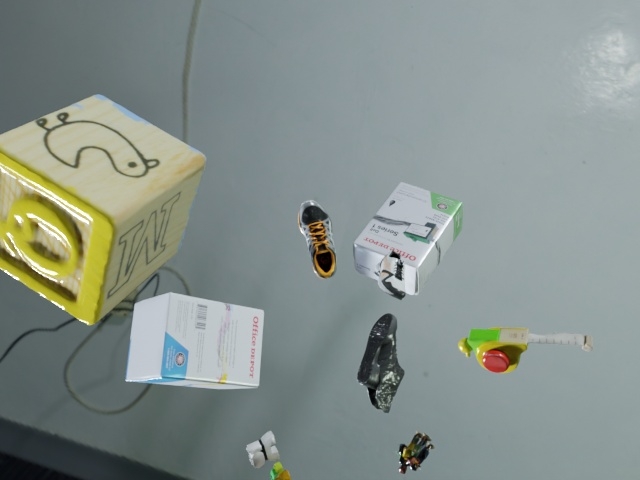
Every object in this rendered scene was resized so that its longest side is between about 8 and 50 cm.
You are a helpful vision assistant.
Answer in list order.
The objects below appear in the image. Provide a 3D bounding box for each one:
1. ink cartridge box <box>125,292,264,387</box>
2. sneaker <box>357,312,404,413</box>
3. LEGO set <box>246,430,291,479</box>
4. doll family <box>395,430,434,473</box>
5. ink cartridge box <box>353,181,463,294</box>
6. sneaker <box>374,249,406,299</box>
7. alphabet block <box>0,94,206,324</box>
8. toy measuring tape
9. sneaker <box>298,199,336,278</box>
[{"bbox_3d":[-0.307,0.259,1.592,0.270,0.198,0.197,17,158,-38],"label":"ink cartridge box"},{"bbox_3d":[0.123,0.229,1.199,0.089,0.051,0.170,31,75,-31],"label":"sneaker"},{"bbox_3d":[-0.100,0.486,1.207,0.093,0.087,0.227,-19,117,-18],"label":"LEGO set"},{"bbox_3d":[0.268,0.617,1.842,0.076,0.111,0.193,26,158,35],"label":"doll family"},{"bbox_3d":[0.192,-0.008,1.400,0.160,0.219,0.093,21,143,26],"label":"ink cartridge box"},{"bbox_3d":[0.112,0.051,0.983,0.040,0.109,0.044,28,111,-21],"label":"sneaker"},{"bbox_3d":[-0.296,-0.046,0.841,0.192,0.197,0.194,29,126,7],"label":"alphabet block"},{"bbox_3d":[0.519,0.285,1.637,0.329,0.121,0.122,-2,110,25],"label":"toy measuring tape"},{"bbox_3d":[0.000,0.000,1.654,0.084,0.083,0.215,-18,98,0],"label":"sneaker"}]
